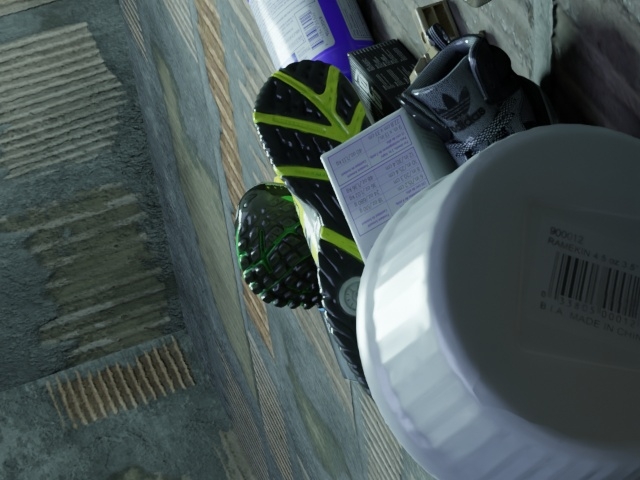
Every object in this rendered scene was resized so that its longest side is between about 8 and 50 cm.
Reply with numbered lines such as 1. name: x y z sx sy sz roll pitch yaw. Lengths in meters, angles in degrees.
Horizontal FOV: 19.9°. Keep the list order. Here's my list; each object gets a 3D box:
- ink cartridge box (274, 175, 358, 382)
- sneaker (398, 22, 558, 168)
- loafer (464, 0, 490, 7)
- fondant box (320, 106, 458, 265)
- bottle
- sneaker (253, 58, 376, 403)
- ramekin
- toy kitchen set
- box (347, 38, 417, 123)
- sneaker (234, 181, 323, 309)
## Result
1. ink cartridge box: 0.039 0.042 2.382 0.307 0.072 0.304 172 80 -80
2. sneaker: 0.140 -0.067 1.473 0.153 0.101 0.269 40 -156 -37
3. loafer: 0.141 -0.242 1.444 0.268 0.092 0.102 -95 -7 -69
4. fondant box: 0.147 0.062 1.577 0.238 0.096 0.330 11 -128 -61
5. bottle: -0.028 -0.288 2.074 0.118 0.092 0.283 -38 67 41
6. sneaker: 0.059 0.000 1.848 0.147 0.145 0.385 38 -148 -72
7. ramekin: 0.175 0.051 1.306 0.135 0.277 0.277 127 124 -67
8. toy kitchen set: 0.106 -0.192 1.714 0.083 0.068 0.075 126 125 -75
9. box: 0.114 -0.059 1.900 0.270 0.060 0.216 -125 20 -53
10. sneaker: 0.000 0.000 2.072 0.343 0.134 0.146 31 -145 -58
